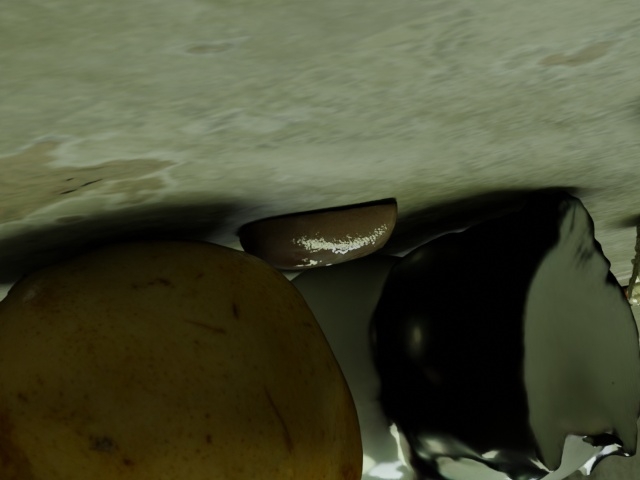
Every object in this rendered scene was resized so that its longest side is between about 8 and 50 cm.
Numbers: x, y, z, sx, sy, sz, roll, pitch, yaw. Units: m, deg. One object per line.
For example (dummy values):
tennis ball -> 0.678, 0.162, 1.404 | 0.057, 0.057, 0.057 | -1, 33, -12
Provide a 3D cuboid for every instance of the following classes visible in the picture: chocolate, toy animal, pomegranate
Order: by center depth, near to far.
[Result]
pomegranate -> -0.108, 0.117, 1.088 | 0.264, 0.264, 0.264 | -11, 171, -2
chocolate -> 0.000, 0.000, 1.145 | 0.101, 0.031, 0.064 | -7, 165, -16
toy animal -> 0.083, 0.100, 1.276 | 0.267, 0.212, 0.212 | -19, 168, 37

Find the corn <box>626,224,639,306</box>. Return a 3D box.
corn -> 0.327, 0.000, 1.408 | 0.211, 0.087, 0.087 | -10, 173, 29

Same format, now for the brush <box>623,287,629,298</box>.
brush -> 0.334, 0.057, 1.949 | 0.314, 0.017, 0.090 | -10, 168, -5
